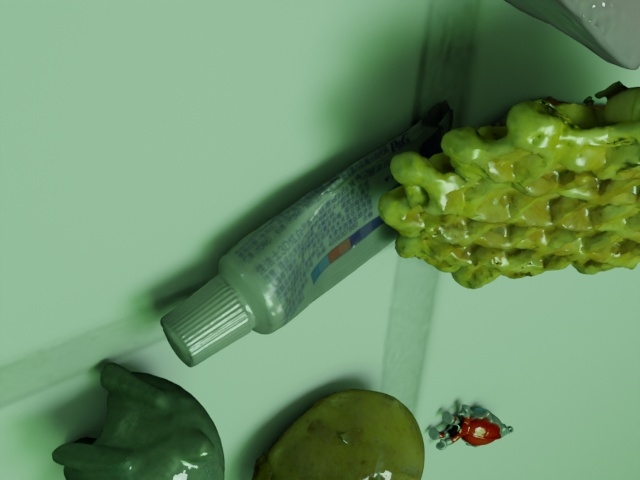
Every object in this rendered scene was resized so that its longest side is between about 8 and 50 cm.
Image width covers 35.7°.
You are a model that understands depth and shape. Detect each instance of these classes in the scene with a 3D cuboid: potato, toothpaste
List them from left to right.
[{"bbox_3d":[0.001,-0.001,0.758,0.282,0.068,0.099,-36,172,-24],"label":"toothpaste"},{"bbox_3d":[0.017,0.217,0.912,0.176,0.137,0.137,-47,141,2],"label":"potato"}]

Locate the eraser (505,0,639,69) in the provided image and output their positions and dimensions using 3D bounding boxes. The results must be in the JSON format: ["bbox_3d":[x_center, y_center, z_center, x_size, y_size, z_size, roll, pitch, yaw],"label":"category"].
[{"bbox_3d":[0.137,-0.294,0.435,0.122,0.272,0.359,24,106,-47],"label":"eraser"}]

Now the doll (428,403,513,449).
[{"bbox_3d":[0.170,0.209,1.106,0.114,0.039,0.057,10,91,-36],"label":"doll"}]

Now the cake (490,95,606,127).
[{"bbox_3d":[0.245,-0.055,0.881,0.287,0.135,0.098,0,141,-29],"label":"cake"}]

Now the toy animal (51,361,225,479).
[{"bbox_3d":[-0.127,0.206,0.779,0.236,0.138,0.108,81,30,-42],"label":"toy animal"}]

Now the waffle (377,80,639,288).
[{"bbox_3d":[0.198,-0.034,0.741,0.307,0.060,0.312,-15,160,17],"label":"waffle"}]
